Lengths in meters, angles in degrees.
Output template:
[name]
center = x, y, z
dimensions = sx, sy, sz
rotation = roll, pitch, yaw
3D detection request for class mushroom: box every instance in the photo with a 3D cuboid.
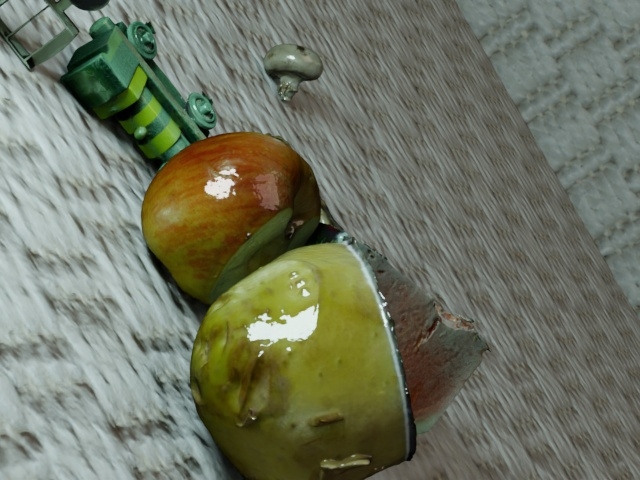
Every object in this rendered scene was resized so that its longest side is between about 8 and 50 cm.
[mushroom]
center = -0.040, -0.235, 2.451
dimensions = 0.085, 0.085, 0.079
rotation = 26, 70, -57

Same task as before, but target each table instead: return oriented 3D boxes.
[table]
center = -0.292, -0.275, 1.742
dimensions = 0.175, 0.146, 0.062
rotation = 53, 18, -11

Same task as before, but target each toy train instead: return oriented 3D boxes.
[toy train]
center = -0.194, -0.148, 1.911
dimensions = 0.200, 0.083, 0.132
rotation = 49, 31, -23

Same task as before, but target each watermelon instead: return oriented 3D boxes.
[watermelon]
center = 0.050, 0.084, 1.967
dimensions = 0.305, 0.180, 0.224
rotation = 39, 37, -45

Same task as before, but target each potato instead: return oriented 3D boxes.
[potato]
center = -0.032, 0.129, 1.712
dimensions = 0.300, 0.196, 0.246
rotation = 163, -82, -84

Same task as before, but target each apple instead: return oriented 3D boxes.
[apple]
center = -0.091, -0.032, 1.821
dimensions = 0.160, 0.173, 0.195
rotation = 63, 17, 8

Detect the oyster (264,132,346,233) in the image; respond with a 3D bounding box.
[oyster]
center = -0.001, -0.001, 2.176
dimensions = 0.128, 0.079, 0.345
rotation = 45, 18, -57
